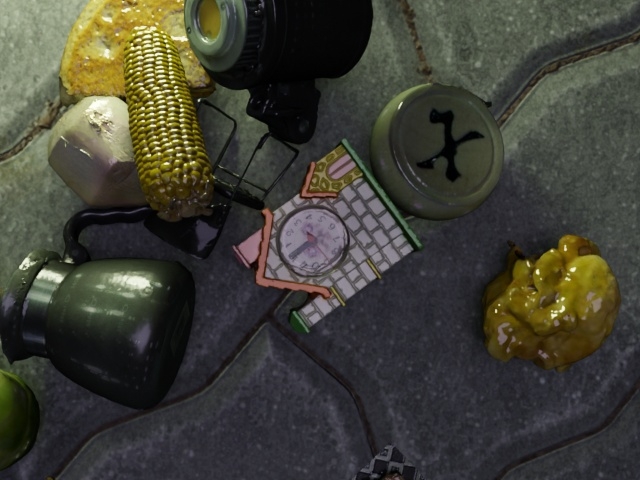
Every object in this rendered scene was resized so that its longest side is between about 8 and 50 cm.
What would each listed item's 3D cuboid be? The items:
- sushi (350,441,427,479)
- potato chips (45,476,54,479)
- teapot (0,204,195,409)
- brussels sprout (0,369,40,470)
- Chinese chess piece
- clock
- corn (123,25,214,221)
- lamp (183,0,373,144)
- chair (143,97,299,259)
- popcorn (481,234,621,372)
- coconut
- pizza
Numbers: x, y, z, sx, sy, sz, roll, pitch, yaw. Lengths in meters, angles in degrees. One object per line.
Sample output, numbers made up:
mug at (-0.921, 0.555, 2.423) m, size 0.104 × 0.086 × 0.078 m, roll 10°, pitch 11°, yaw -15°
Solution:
sushi at (0.121, 0.429, 1.183) m, size 0.120 × 0.026 × 0.126 m, roll -42°, pitch 93°, yaw -6°
potato chips at (-0.465, 0.485, 1.124) m, size 0.037 × 0.026 × 0.204 m, roll 19°, pitch 87°, yaw 9°
teapot at (-0.345, 0.080, 1.060) m, size 0.285 × 0.223 × 0.305 m, roll 12°, pitch 89°, yaw 2°
brussels sprout at (-0.515, 0.266, 1.079) m, size 0.145 × 0.131 × 0.183 m, roll -21°, pitch 91°, yaw 16°
Chinese chess piece at (0.193, -0.150, 1.157) m, size 0.237 × 0.092 × 0.238 m, roll 3°, pitch 79°, yaw -17°
clock at (0.000, 0.000, 1.146) m, size 0.255 × 0.106 × 0.220 m, roll -37°, pitch 92°, yaw -5°
corn at (-0.229, -0.174, 1.010) m, size 0.106 × 0.106 × 0.305 m, roll -15°, pitch 72°, yaw -6°
lamp at (-0.066, -0.348, 1.055) m, size 0.272 × 0.205 × 0.374 m, roll 7°, pitch 99°, yaw -49°
chair at (-0.159, -0.085, 1.106) m, size 0.140 × 0.145 × 0.221 m, roll 28°, pitch 92°, yaw 19°
popcorn at (0.380, 0.105, 1.142) m, size 0.191 × 0.190 × 0.254 m, roll 31°, pitch 81°, yaw -11°
coconut at (-0.320, -0.128, 1.088) m, size 0.183 × 0.171 × 0.171 m, roll 41°, pitch 85°, yaw 3°
pizza at (-0.299, -0.355, 1.140) m, size 0.257 × 0.087 × 0.268 m, roll -2°, pitch 87°, yaw -2°
